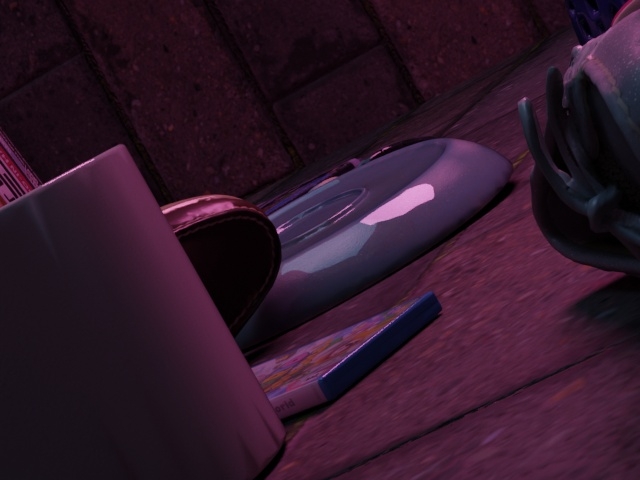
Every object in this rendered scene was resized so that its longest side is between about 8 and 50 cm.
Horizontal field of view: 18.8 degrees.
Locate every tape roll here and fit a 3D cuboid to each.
[{"bbox_3d":[-0.161,0.084,0.940,0.246,0.169,0.246,-28,4,2],"label":"tape roll"}]

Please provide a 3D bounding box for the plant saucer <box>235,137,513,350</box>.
[{"bbox_3d":[0.000,0.000,1.498,0.317,0.044,0.317,-29,10,6],"label":"plant saucer"}]

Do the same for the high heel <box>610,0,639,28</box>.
[{"bbox_3d":[0.341,-0.204,1.465,0.244,0.082,0.117,-22,17,23],"label":"high heel"}]

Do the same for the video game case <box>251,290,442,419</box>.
[{"bbox_3d":[-0.023,0.081,1.082,0.166,0.015,0.119,-25,6,40],"label":"video game case"}]

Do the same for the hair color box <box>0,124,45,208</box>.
[{"bbox_3d":[-0.275,0.024,1.418,0.113,0.185,0.374,-31,25,8],"label":"hair color box"}]

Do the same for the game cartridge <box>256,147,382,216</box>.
[{"bbox_3d":[-0.091,0.017,1.916,0.230,0.068,0.355,-30,3,44],"label":"game cartridge"}]

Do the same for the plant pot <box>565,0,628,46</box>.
[{"bbox_3d":[0.339,-0.298,1.766,0.236,0.212,0.236,-29,4,-14],"label":"plant pot"}]

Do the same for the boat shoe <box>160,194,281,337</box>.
[{"bbox_3d":[-0.127,0.075,1.235,0.123,0.123,0.342,-5,23,48],"label":"boat shoe"}]

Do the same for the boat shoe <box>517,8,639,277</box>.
[{"bbox_3d":[0.133,-0.027,0.764,0.103,0.118,0.320,-35,0,6],"label":"boat shoe"}]

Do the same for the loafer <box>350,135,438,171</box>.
[{"bbox_3d":[0.040,-0.039,1.713,0.170,0.062,0.061,-30,2,-19],"label":"loafer"}]

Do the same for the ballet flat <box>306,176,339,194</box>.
[{"bbox_3d":[-0.005,-0.009,1.798,0.052,0.057,0.168,9,31,33],"label":"ballet flat"}]
